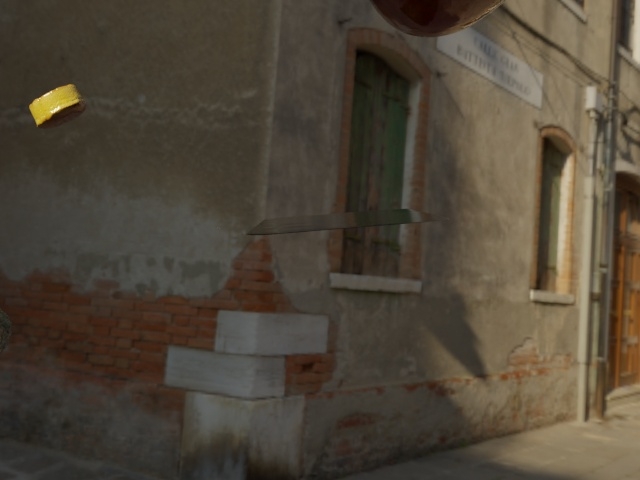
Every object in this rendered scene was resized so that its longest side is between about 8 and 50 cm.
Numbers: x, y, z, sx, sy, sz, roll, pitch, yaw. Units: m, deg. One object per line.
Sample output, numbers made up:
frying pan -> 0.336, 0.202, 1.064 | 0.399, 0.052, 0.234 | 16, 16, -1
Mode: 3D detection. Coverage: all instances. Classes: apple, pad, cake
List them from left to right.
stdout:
cake -> -0.405, -0.205, 1.025 | 0.084, 0.044, 0.084 | -26, 8, 4
pad -> -0.001, -0.001, 0.940 | 0.314, 0.063, 0.375 | -3, 4, 0
apple -> 0.147, -0.363, 0.808 | 0.229, 0.230, 0.230 | 4, -3, 0

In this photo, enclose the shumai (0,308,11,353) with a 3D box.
shumai -> -0.467, 0.071, 0.555 | 0.309, 0.263, 0.304 | 23, -27, 37
